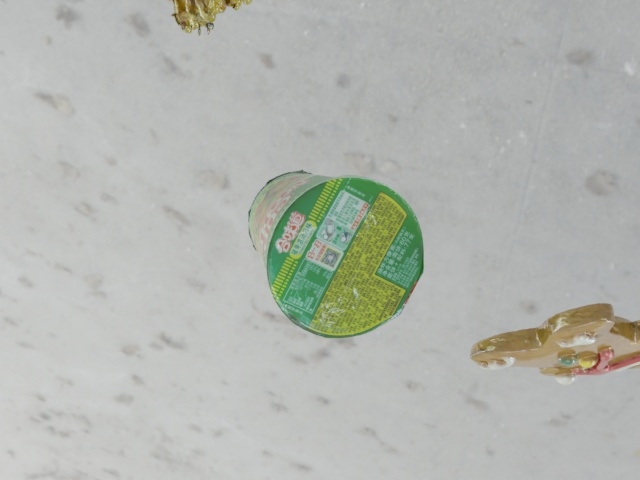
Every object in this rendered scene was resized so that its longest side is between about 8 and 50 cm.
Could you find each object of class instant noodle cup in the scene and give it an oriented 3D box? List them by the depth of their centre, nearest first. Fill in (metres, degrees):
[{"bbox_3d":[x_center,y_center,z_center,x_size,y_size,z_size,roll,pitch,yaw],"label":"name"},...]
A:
[{"bbox_3d":[0.000,0.000,1.172,0.207,0.207,0.232,39,178,-22],"label":"instant noodle cup"}]

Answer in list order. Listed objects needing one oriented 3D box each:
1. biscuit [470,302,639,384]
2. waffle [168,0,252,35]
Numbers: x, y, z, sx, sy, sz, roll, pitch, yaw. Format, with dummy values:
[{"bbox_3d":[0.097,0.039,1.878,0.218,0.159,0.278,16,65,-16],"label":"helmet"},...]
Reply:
[{"bbox_3d":[0.365,0.141,1.135,0.216,0.047,0.339,-25,153,39],"label":"biscuit"},{"bbox_3d":[-0.127,-0.323,0.933,0.193,0.070,0.197,57,139,28],"label":"waffle"}]
